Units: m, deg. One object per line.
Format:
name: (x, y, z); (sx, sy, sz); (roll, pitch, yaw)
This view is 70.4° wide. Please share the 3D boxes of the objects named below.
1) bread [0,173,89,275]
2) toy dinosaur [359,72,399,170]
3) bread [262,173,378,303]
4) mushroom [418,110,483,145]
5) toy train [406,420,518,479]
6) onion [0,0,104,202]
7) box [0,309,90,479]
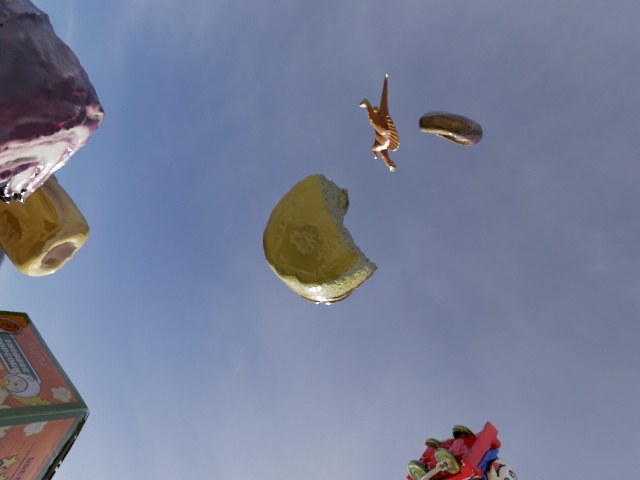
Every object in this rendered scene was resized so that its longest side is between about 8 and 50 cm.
bread: (-0.514, -0.087, 0.759); (0.142, 0.091, 0.305); (-40, -102, 3)
toy dinosaur: (0.140, -0.250, 1.009); (0.212, 0.057, 0.142); (88, -23, -73)
bread: (-0.010, 0.002, 0.562); (0.125, 0.086, 0.156); (-25, -118, 11)
mushroom: (0.247, -0.215, 0.859); (0.123, 0.123, 0.052); (27, -72, 44)
toy train: (0.215, 0.365, 0.695); (0.131, 0.082, 0.204); (46, -39, 16)
onion: (-0.293, -0.171, 0.360); (0.280, 0.146, 0.314); (65, -12, -17)
box: (-0.412, 0.205, 0.529); (0.195, 0.148, 0.177); (36, -87, 30)
